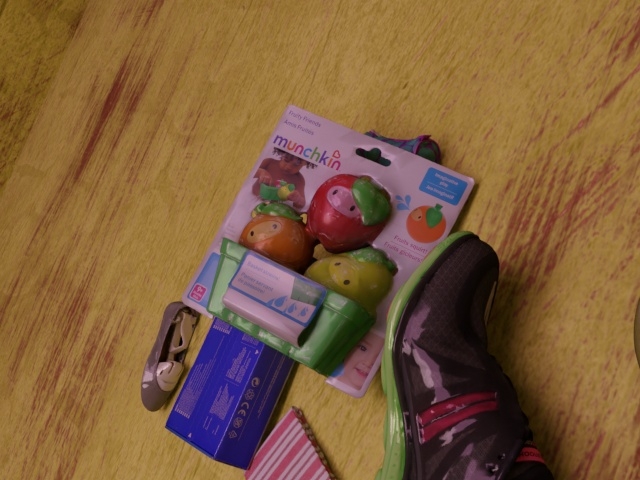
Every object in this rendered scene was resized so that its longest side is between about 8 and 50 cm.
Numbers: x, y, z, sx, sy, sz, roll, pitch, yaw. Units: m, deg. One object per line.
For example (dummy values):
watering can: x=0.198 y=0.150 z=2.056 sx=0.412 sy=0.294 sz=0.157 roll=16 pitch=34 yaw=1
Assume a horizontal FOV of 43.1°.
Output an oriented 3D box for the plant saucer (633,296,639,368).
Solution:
plant saucer: x=0.422 y=0.078 z=0.814 sx=0.241 sy=0.037 sz=0.241 roll=-27 pitch=50 yaw=37

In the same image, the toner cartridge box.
toner cartridge box: x=-0.117 y=0.178 z=1.329 sx=0.165 sy=0.075 sz=0.348 roll=12 pitch=75 yaw=53

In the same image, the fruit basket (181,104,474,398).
fruit basket: x=0.000 y=0.000 z=1.174 sx=0.327 sy=0.165 sz=0.353 roll=26 pitch=87 yaw=21

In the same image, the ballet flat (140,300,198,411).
ballet flat: x=-0.280 y=0.214 z=1.516 sx=0.068 sy=0.072 sz=0.213 roll=-6 pitch=64 yaw=43

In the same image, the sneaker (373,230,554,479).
sneaker: x=0.174 y=0.224 z=0.939 sx=0.202 sy=0.185 sz=0.482 roll=-2 pitch=70 yaw=29

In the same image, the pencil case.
pencil case: x=0.116 y=-0.135 z=1.265 sx=0.152 sy=0.064 sz=0.070 roll=15 pitch=109 yaw=51

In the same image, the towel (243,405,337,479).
towel: x=-0.042 y=0.359 z=1.195 sx=0.144 sy=0.029 sz=0.197 roll=-53 pitch=36 yaw=12
